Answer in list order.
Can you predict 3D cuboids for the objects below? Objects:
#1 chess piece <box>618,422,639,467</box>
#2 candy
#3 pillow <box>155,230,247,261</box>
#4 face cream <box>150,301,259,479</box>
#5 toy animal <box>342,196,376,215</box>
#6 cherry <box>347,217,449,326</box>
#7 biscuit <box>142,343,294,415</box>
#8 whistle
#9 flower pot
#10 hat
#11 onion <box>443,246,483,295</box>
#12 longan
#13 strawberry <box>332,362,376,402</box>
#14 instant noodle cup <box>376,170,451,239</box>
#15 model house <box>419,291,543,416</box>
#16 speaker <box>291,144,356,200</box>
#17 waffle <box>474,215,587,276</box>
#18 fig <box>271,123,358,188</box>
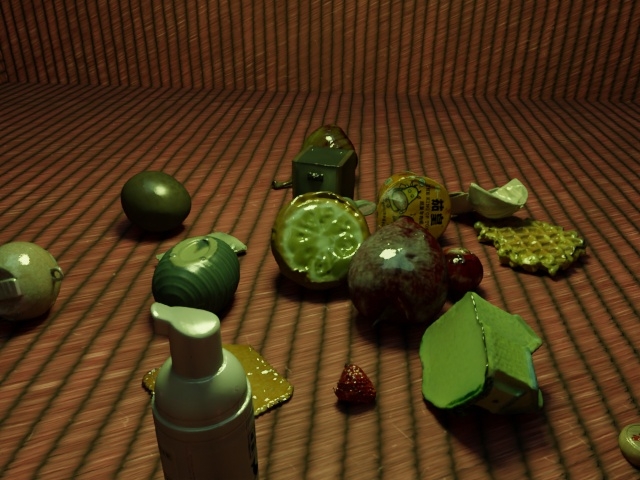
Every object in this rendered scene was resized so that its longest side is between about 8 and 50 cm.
[{"bbox_3d":[0.563,0.357,0.984,0.084,0.038,0.083,0,30,0],"label":"chess piece"},{"bbox_3d":[0.000,0.000,1.437,0.260,0.118,0.259,4,70,-10],"label":"candy"},{"bbox_3d":[-0.323,0.031,1.556,0.128,0.050,0.229,27,36,36],"label":"pillow"},{"bbox_3d":[-0.168,0.245,0.821,0.146,0.369,0.145,0,29,0],"label":"face cream"},{"bbox_3d":[0.042,-0.061,1.588,0.251,0.125,0.127,-39,73,-17],"label":"toy animal"},{"bbox_3d":[0.182,0.075,1.308,0.230,0.203,0.300,6,54,17],"label":"cherry"},{"bbox_3d":[-0.202,0.286,1.122,0.237,0.013,0.232,-19,34,-33],"label":"biscuit"},{"bbox_3d":[-0.744,0.102,1.311,0.348,0.189,0.189,-10,27,8],"label":"whistle"},{"bbox_3d":[-0.291,0.086,1.344,0.189,0.157,0.243,9,31,12],"label":"flower pot"},{"bbox_3d":[0.498,-0.101,1.729,0.220,0.226,0.164,-8,61,-32],"label":"hat"},{"bbox_3d":[0.343,0.077,1.422,0.131,0.131,0.131,1,28,0],"label":"onion"},{"bbox_3d":[-0.490,-0.114,1.685,0.212,0.198,0.198,35,41,23],"label":"longan"},{"bbox_3d":[0.070,0.278,1.091,0.083,0.073,0.073,19,31,6],"label":"strawberry"},{"bbox_3d":[0.261,-0.103,1.676,0.216,0.215,0.172,-1,19,-3],"label":"instant noodle cup"},{"bbox_3d":[0.322,0.247,1.086,0.189,0.195,0.214,19,39,-17],"label":"model house"},{"bbox_3d":[0.011,-0.151,1.713,0.153,0.230,0.192,9,30,15],"label":"speaker"},{"bbox_3d":[0.594,0.006,1.621,0.282,0.058,0.301,-13,30,-25],"label":"waffle"},{"bbox_3d":[-0.031,-0.268,2.025,0.321,0.217,0.217,-29,31,1],"label":"fig"}]
